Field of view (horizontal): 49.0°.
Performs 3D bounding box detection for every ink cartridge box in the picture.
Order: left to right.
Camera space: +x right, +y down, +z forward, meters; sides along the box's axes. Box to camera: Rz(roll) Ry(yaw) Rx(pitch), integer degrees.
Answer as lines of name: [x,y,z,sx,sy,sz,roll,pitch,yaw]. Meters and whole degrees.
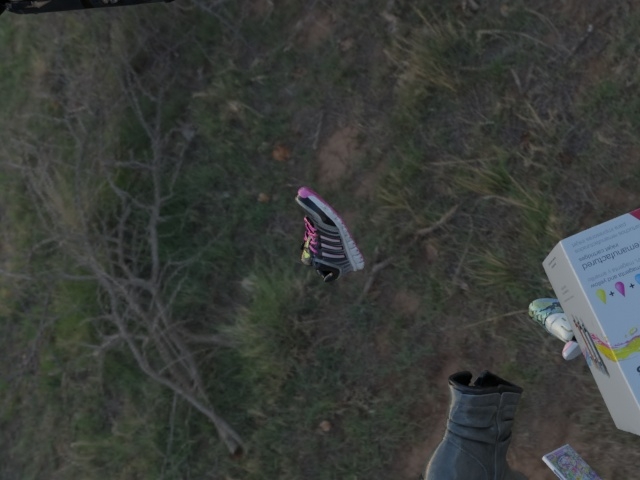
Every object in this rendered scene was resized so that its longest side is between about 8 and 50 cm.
ink cartridge box: [0.296,0.066,0.614,0.128,0.127,0.176,-23,77,5]

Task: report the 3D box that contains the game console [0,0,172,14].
game console: [-0.253,-0.254,0.654,0.361,0.044,0.213,6,55,28]

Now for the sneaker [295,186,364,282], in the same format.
sneaker: [0.000,0.000,0.961,0.074,0.170,0.063,-36,44,-3]

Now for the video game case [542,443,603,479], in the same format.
video game case: [0.516,0.471,1.412,0.122,0.087,0.011,49,131,36]

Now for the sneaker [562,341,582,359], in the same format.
sneaker: [0.531,0.182,1.452,0.134,0.051,0.070,-47,51,-4]

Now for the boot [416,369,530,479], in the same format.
boot: [0.215,0.246,0.846,0.083,0.246,0.161,19,88,43]

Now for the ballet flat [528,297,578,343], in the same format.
ballet flat: [0.429,0.147,1.142,0.188,0.070,0.070,16,88,22]
